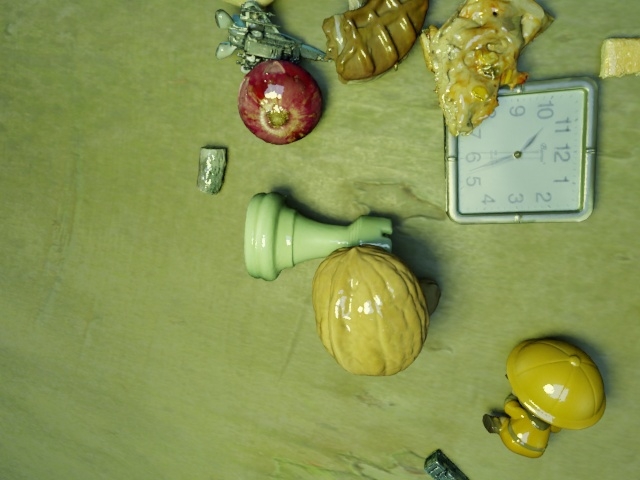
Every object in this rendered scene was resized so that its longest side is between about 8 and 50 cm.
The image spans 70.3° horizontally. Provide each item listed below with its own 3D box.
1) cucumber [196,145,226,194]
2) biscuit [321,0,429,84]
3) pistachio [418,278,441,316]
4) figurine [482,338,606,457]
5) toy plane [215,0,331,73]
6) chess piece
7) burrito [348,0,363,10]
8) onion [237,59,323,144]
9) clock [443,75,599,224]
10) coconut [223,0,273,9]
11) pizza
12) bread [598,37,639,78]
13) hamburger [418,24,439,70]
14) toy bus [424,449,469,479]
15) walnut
[{"bbox_3d":[-0.256,-0.164,1.064,0.064,0.064,0.112,14,107,11],"label":"cucumber"},{"bbox_3d":[0.071,-0.489,0.830,0.268,0.115,0.366,-33,109,-10],"label":"biscuit"},{"bbox_3d":[0.183,0.156,0.992,0.126,0.108,0.185,37,107,-29],"label":"pistachio"},{"bbox_3d":[0.459,0.326,0.925,0.192,0.167,0.257,14,107,-3],"label":"figurine"},{"bbox_3d":[-0.096,-0.403,0.955,0.246,0.078,0.169,18,147,-4],"label":"toy plane"},{"bbox_3d":[0.000,0.000,0.977,0.299,0.194,0.195,5,102,4],"label":"chess piece"},{"bbox_3d":[0.083,-0.432,0.930,0.055,0.041,0.149,-3,104,31],"label":"burrito"},{"bbox_3d":[-0.082,-0.286,0.944,0.177,0.153,0.177,19,143,16],"label":"onion"},{"bbox_3d":[0.387,-0.170,0.901,0.278,0.049,0.273,0,100,14],"label":"clock"},{"bbox_3d":[-0.147,-0.552,0.905,0.182,0.171,0.171,-23,95,17],"label":"coconut"},{"bbox_3d":[0.293,-0.333,0.829,0.189,0.071,0.297,34,88,-6],"label":"pizza"},{"bbox_3d":[0.558,-0.336,0.833,0.083,0.035,0.070,-4,101,8],"label":"bread"},{"bbox_3d":[0.220,-0.376,0.889,0.044,0.076,0.083,-19,109,16],"label":"hamburger"},{"bbox_3d":[0.314,0.566,1.061,0.166,0.065,0.047,45,108,0],"label":"toy bus"},{"bbox_3d":[0.091,0.127,0.847,0.224,0.225,0.261,-6,115,15],"label":"walnut"}]
